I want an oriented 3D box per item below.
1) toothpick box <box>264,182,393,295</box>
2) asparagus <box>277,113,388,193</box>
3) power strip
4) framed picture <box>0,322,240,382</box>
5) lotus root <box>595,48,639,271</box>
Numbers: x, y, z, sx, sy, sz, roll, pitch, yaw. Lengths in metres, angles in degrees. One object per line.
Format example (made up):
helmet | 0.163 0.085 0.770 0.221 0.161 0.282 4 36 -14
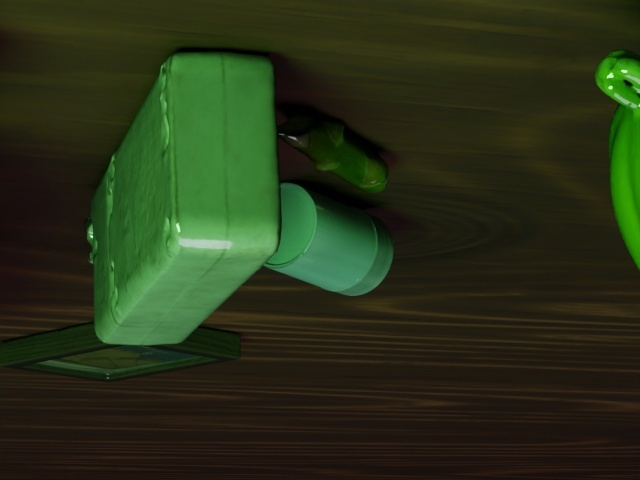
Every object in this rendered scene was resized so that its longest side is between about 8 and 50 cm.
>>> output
toothpick box | 0.000 0.000 0.918 0.052 0.052 0.083 -10 163 31
asparagus | 0.006 -0.045 0.798 0.025 0.021 0.108 -12 162 24
power strip | -0.079 -0.006 0.799 0.053 0.093 0.288 0 167 -16
framed picture | -0.171 0.094 1.348 0.168 0.023 0.128 -13 162 40
lotus root | 0.178 -0.032 0.618 0.186 0.186 0.186 -1 166 0
